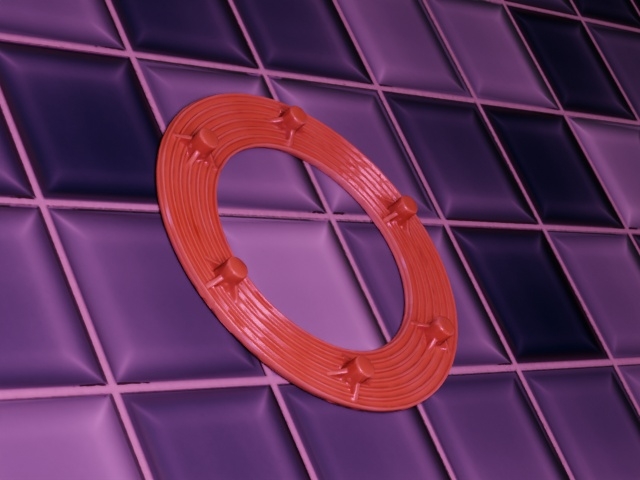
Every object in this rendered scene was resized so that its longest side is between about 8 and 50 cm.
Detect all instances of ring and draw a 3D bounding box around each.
[{"bbox_3d":[0.000,0.000,1.500,0.336,0.032,0.337,30,38,-27],"label":"ring"}]
